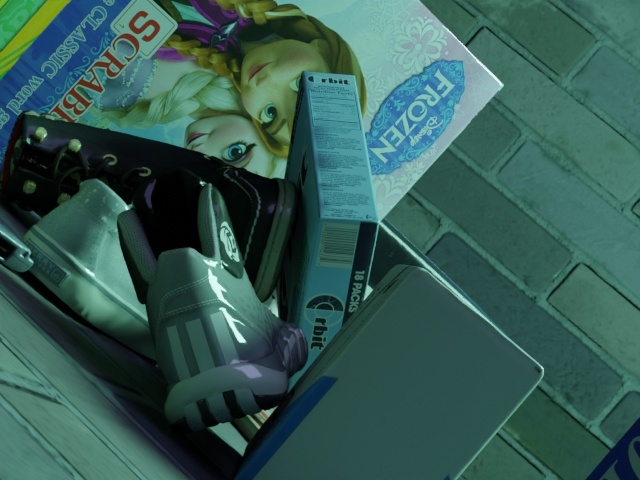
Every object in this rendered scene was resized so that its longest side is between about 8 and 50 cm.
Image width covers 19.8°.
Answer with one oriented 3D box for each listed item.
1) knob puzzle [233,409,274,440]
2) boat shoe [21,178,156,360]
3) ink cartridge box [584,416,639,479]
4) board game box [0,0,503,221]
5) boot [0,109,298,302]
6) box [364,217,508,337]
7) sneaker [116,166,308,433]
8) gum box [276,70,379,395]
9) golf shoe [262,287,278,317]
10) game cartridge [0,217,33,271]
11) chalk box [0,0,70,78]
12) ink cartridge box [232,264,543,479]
[{"bbox_3d":[-0.008,0.140,1.246,0.213,0.030,0.213,41,0,0],"label":"knob puzzle"},{"bbox_3d":[-0.106,0.016,1.103,0.079,0.081,0.227,42,0,17],"label":"boat shoe"},{"bbox_3d":[0.125,0.135,0.672,0.097,0.207,0.046,42,0,33],"label":"ink cartridge box"},{"bbox_3d":[-0.076,-0.110,1.404,0.318,0.319,0.066,41,1,-22],"label":"board game box"},{"bbox_3d":[-0.120,-0.026,1.228,0.178,0.085,0.236,16,3,-16],"label":"boot"},{"bbox_3d":[-0.029,0.026,1.655,0.296,0.183,0.294,42,-2,-20],"label":"box"},{"bbox_3d":[-0.062,0.021,1.012,0.228,0.086,0.132,-140,-147,-85],"label":"sneaker"},{"bbox_3d":[0.000,0.000,1.217,0.041,0.157,0.184,5,34,-7],"label":"gum box"},{"bbox_3d":[-0.067,0.051,1.307,0.067,0.086,0.186,44,2,20],"label":"golf shoe"},{"bbox_3d":[-0.193,-0.017,0.979,0.083,0.017,0.056,42,3,-44],"label":"game cartridge"},{"bbox_3d":[-0.215,-0.220,0.996,0.179,0.289,0.180,41,0,25],"label":"chalk box"},{"bbox_3d":[0.030,0.093,0.971,0.086,0.148,0.203,40,-1,-1],"label":"ink cartridge box"}]
